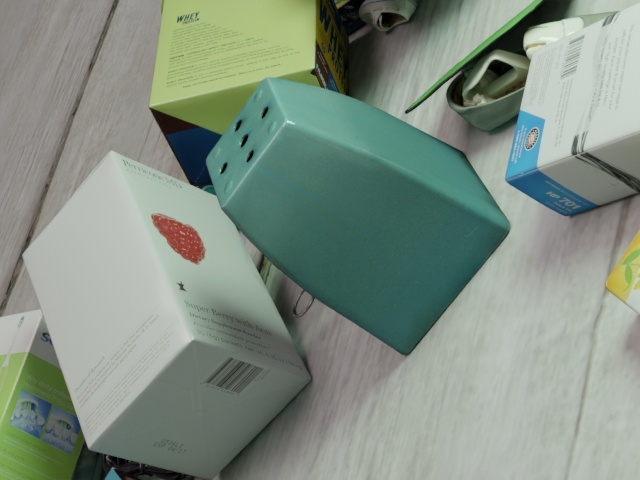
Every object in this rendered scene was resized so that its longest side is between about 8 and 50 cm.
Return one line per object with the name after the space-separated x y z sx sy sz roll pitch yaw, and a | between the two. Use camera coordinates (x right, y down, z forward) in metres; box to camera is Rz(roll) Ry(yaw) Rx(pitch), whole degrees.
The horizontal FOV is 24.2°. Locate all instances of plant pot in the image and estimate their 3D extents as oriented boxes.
0.021 -0.041 1.411 0.165 0.234 0.165 -52 28 16 | plant pot

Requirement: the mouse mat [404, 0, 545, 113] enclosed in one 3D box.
0.172 -0.199 1.474 0.190 0.007 0.152 -36 5 39 | mouse mat

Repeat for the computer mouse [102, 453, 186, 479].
-0.178 0.161 1.757 0.184 0.060 0.262 -15 61 45 | computer mouse

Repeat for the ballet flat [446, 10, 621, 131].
0.200 -0.165 1.403 0.213 0.068 0.072 -29 40 46 | ballet flat

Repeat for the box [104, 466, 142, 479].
-0.154 0.315 1.520 0.060 0.100 0.244 -60 27 -1 | box

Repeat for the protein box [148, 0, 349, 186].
-0.077 -0.197 1.755 0.200 0.136 0.201 -12 45 13 | protein box

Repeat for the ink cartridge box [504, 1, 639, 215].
0.254 -0.115 1.243 0.191 0.082 0.139 -19 49 52 | ink cartridge box

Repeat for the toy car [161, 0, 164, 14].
-0.111 -0.312 1.977 0.188 0.155 0.149 82 -156 -79 | toy car

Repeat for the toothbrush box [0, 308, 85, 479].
-0.391 0.241 1.808 0.206 0.122 0.283 -13 54 46 | toothbrush box

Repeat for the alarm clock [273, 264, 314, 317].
0.000 0.000 1.598 0.129 0.064 0.192 -26 40 48 | alarm clock

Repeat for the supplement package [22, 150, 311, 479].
-0.172 0.079 1.606 0.175 0.177 0.293 -47 47 20 | supplement package

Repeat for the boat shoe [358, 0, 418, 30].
0.075 -0.265 1.761 0.100 0.035 0.035 -1 60 53 | boat shoe

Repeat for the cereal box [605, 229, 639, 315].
0.315 0.014 1.049 0.173 0.047 0.240 -57 27 8 | cereal box

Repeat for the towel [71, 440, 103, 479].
-0.392 0.254 2.011 0.320 0.090 0.374 -38 34 36 | towel

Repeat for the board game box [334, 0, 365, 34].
0.050 -0.340 1.867 0.243 0.042 0.165 -26 42 49 | board game box

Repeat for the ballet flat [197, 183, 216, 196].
-0.121 -0.076 1.873 0.247 0.083 0.087 -57 13 4 | ballet flat
